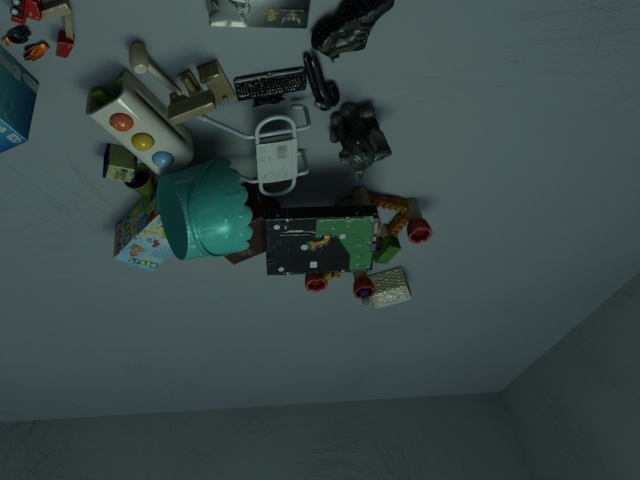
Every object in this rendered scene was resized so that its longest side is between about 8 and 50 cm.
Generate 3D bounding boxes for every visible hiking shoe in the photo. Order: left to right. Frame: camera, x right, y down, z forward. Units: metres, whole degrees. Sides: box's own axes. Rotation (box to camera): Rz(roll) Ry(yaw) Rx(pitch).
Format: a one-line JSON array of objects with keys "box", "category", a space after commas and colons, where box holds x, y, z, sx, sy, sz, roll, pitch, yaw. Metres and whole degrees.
[{"box": [0.089, -0.524, 1.409, 0.227, 0.086, 0.114, -25, 156, 27], "category": "hiking shoe"}]

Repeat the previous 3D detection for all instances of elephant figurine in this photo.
[{"box": [0.110, -0.253, 1.628, 0.186, 0.239, 0.169, -2, 143, -13], "category": "elephant figurine"}]

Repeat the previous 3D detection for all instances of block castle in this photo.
[{"box": [0.151, 0.038, 2.057, 0.303, 0.213, 0.453, 11, 139, -27], "category": "block castle"}]

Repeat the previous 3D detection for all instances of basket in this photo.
[{"box": [0.281, 0.192, 2.389, 0.167, 0.113, 0.103, -16, 140, 7], "category": "basket"}]

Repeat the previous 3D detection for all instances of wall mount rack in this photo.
[{"box": [-0.182, -0.262, 1.630, 0.304, 0.130, 0.350, -9, 150, -9], "category": "wall mount rack"}]

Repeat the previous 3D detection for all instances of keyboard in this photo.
[{"box": [-0.128, -0.398, 1.541, 0.192, 0.038, 0.100, -10, 144, -1], "category": "keyboard"}]

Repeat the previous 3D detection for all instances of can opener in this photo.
[{"box": [-0.006, -0.419, 1.543, 0.059, 0.073, 0.186, 15, 154, 33], "category": "can opener"}]

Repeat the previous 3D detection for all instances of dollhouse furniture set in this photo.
[{"box": [-0.295, -0.341, 1.470, 0.144, 0.151, 0.123, -19, 144, 6], "category": "dollhouse furniture set"}]

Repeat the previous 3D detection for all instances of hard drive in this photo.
[{"box": [0.000, 0.000, 1.777, 0.339, 0.064, 0.237, -2, 132, -4], "category": "hard drive"}]

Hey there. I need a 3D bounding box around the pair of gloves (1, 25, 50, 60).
[{"box": [-0.680, -0.454, 1.338, 0.074, 0.010, 0.083, -24, 140, 19], "category": "pair of gloves"}]

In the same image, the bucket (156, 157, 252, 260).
[{"box": [-0.326, -0.080, 1.609, 0.183, 0.281, 0.281, -16, 149, -29], "category": "bucket"}]

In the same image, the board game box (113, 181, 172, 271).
[{"box": [-0.517, -0.044, 1.824, 0.144, 0.142, 0.275, 25, 130, -39], "category": "board game box"}]

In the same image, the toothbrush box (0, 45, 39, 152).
[{"box": [-0.782, -0.359, 1.265, 0.126, 0.216, 0.295, -20, 144, 11], "category": "toothbrush box"}]

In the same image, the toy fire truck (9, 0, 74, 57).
[{"box": [-0.597, -0.504, 1.262, 0.135, 0.047, 0.192, 11, 138, -29], "category": "toy fire truck"}]

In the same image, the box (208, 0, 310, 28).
[{"box": [-0.135, -0.570, 1.291, 0.231, 0.056, 0.183, -2, 143, -12], "category": "box"}]

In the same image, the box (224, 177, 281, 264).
[{"box": [-0.244, -0.057, 1.858, 0.203, 0.168, 0.167, -22, 142, 15], "category": "box"}]

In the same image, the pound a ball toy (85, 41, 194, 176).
[{"box": [-0.440, -0.316, 1.485, 0.208, 0.136, 0.319, -23, 143, 16], "category": "pound a ball toy"}]

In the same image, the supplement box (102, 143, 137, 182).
[{"box": [-0.563, -0.217, 1.628, 0.083, 0.083, 0.056, 8, 141, -27], "category": "supplement box"}]

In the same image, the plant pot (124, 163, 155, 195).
[{"box": [-0.527, -0.171, 1.715, 0.083, 0.083, 0.079, -13, 156, 3], "category": "plant pot"}]
